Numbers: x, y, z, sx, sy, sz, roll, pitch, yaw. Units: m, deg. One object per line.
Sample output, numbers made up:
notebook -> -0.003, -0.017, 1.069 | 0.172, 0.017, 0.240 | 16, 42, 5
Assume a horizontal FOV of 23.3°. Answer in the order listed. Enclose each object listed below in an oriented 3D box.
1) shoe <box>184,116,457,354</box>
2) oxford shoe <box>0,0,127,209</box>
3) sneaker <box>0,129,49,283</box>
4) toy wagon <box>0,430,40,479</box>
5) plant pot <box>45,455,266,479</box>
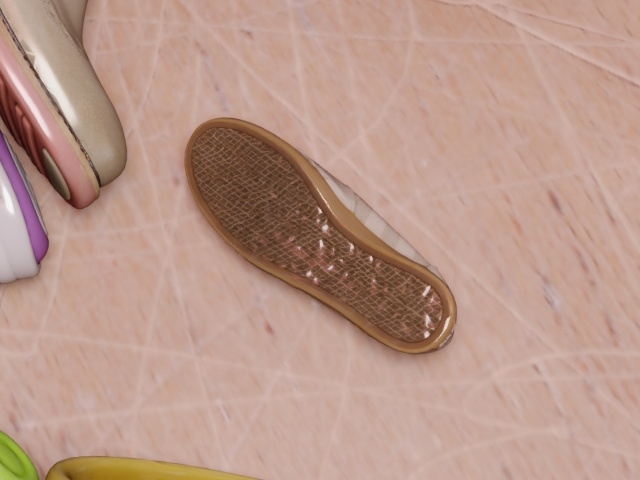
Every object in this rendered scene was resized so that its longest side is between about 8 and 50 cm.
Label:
shoe -> 0.000, 0.000, 1.007 | 0.219, 0.058, 0.076 | 40, 98, 16
oxford shoe -> -0.191, -0.213, 1.031 | 0.146, 0.140, 0.397 | -20, 76, -13
sneaker -> -0.300, -0.088, 1.002 | 0.152, 0.114, 0.305 | -28, 75, -8
toy wagon -> -0.283, 0.198, 0.907 | 0.267, 0.068, 0.344 | -43, 75, 7
plant pot -> -0.050, 0.261, 0.835 | 0.254, 0.254, 0.239 | 14, 88, 5
